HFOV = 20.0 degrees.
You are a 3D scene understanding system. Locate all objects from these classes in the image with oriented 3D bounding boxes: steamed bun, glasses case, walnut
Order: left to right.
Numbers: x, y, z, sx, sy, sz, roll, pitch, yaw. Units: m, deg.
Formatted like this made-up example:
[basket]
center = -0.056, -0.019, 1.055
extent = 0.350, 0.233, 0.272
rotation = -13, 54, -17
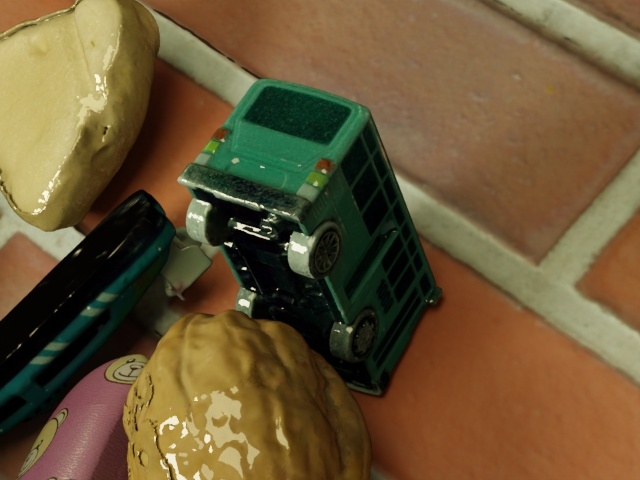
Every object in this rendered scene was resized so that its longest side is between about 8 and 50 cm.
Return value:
[glasses case]
center = -0.210, 0.225, 1.491
extent = 0.123, 0.076, 0.316
rotation = -25, 33, 40
[steamed bun]
center = -0.227, -0.131, 1.730
extent = 0.212, 0.110, 0.231
rotation = -41, 55, 17
[walnut]
center = -0.059, 0.173, 1.429
extent = 0.198, 0.198, 0.245
rotation = -22, 57, 9

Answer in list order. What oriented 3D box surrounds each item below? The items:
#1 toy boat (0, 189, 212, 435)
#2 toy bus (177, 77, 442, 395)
[toy boat]
center = -0.230, 0.092, 1.614
extent = 0.299, 0.092, 0.134
rotation = -44, 20, 3
[toy bus]
center = 0.000, 0.000, 1.475
extent = 0.128, 0.256, 0.147
rotation = 19, 62, 31
